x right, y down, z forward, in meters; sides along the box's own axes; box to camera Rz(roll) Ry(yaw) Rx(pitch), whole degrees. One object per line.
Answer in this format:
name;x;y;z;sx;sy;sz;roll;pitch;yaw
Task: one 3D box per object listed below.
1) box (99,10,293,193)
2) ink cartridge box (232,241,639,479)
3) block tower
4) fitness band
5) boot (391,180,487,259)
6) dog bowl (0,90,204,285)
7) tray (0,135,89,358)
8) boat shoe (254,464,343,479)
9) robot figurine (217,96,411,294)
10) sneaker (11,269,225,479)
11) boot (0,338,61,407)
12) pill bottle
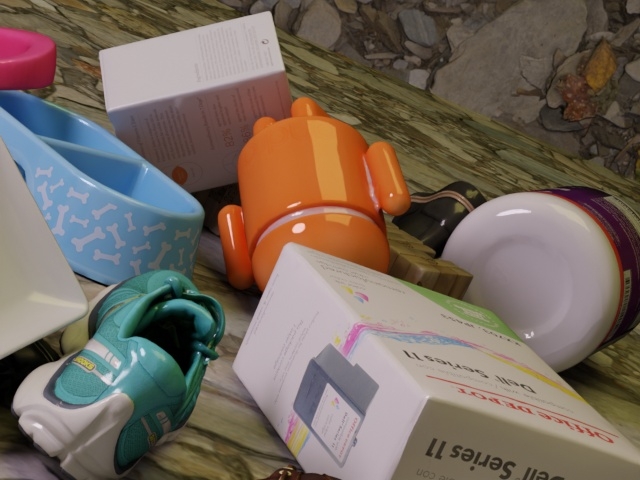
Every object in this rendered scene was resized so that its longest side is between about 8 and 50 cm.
box;-0.111;-0.125;1.735;0.170;0.130;0.091;-12;47;0
ink cartridge box;0.094;0.140;1.294;0.207;0.119;0.353;19;13;-27
block tower;0.000;0.000;1.771;0.335;0.091;0.097;34;14;34
fitness band;-0.388;-0.180;1.671;0.290;0.054;0.209;7;10;-1
boot;0.084;0.010;1.950;0.077;0.137;0.198;50;-25;2
dog bowl;-0.214;-0.049;1.596;0.166;0.074;0.297;12;17;-45
tray;-0.253;0.023;1.061;0.270;0.030;0.145;-28;90;-56
boat shoe;-0.029;0.172;1.049;0.073;0.073;0.207;27;5;15
robot figurine;-0.008;-0.022;1.632;0.158;0.128;0.219;-2;52;-10
sneaker;-0.102;0.075;1.166;0.107;0.110;0.275;48;13;-8
boot;-0.229;0.062;1.166;0.121;0.045;0.099;38;14;27
pill bottle;0.247;0.035;1.892;0.181;0.181;0.323;29;12;16
